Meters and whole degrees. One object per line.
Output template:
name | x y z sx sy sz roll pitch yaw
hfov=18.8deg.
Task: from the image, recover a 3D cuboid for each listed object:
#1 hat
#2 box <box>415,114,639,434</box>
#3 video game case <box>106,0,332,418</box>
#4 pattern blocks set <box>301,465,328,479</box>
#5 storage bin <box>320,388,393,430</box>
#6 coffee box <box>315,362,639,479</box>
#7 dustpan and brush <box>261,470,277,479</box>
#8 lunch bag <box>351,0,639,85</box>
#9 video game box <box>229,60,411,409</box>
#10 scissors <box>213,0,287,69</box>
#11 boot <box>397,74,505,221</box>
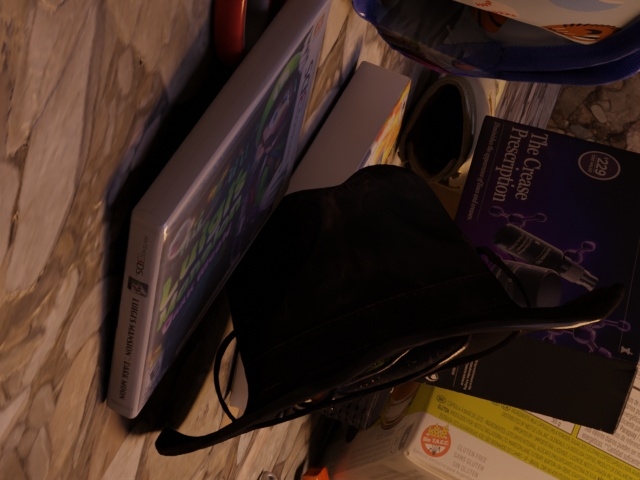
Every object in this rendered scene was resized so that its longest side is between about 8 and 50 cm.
hat | 0.027 0.028 1.187 0.331 0.331 0.134 21 52 -82
box | 0.201 0.025 1.713 0.103 0.184 0.261 103 4 -46
video game case | -0.053 -0.021 1.024 0.190 0.022 0.173 -57 169 -37
pattern blocks set | -0.015 0.369 1.949 0.325 0.026 0.285 71 21 -55
storage bin | 0.038 0.063 1.674 0.122 0.084 0.180 -11 122 -80
coffee box | 0.238 0.161 2.031 0.334 0.338 0.337 -67 -169 -18
dustpan and brush | -0.046 0.290 1.661 0.060 0.147 0.211 -53 -151 29
lunch bag | 0.163 -0.283 1.187 0.385 0.239 0.328 146 -34 -77
video game box | 0.000 0.000 1.412 0.205 0.048 0.187 -60 170 -47
scissors | -0.039 -0.087 1.063 0.297 0.021 0.109 102 11 -52
boot | 0.117 -0.076 1.881 0.165 0.077 0.213 -48 154 -66
